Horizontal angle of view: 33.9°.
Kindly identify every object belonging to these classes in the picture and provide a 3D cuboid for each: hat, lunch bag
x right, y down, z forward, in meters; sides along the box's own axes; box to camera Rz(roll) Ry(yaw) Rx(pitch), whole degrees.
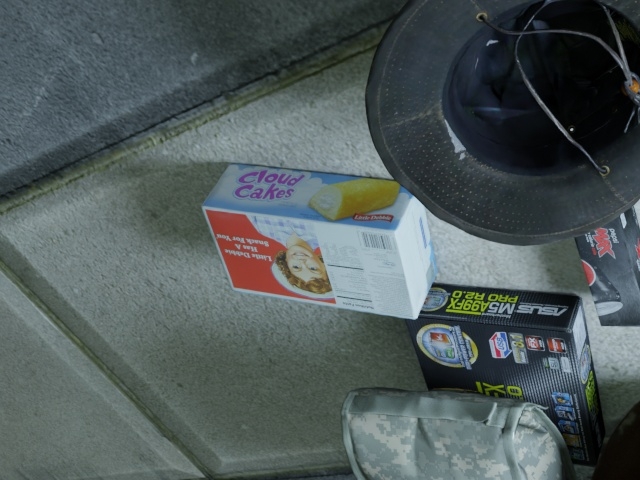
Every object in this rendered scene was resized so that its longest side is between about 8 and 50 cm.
[{"bbox_3d":[0.205,-0.162,0.978,0.331,0.134,0.331,3,128,4],"label":"hat"},{"bbox_3d":[0.180,0.280,1.335,0.235,0.169,0.287,1,137,31],"label":"lunch bag"}]

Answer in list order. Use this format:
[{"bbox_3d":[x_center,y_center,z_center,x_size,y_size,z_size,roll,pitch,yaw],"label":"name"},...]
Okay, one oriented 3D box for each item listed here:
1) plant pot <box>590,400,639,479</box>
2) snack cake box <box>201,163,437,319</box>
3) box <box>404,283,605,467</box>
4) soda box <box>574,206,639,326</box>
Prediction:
[{"bbox_3d":[0.478,0.326,1.272,0.230,0.215,0.215,27,140,-4],"label":"plant pot"},{"bbox_3d":[0.000,0.000,1.305,0.264,0.089,0.152,8,137,25],"label":"snack cake box"},{"bbox_3d":[0.244,0.176,1.364,0.216,0.060,0.270,4,134,27],"label":"box"},{"bbox_3d":[0.324,0.019,1.157,0.060,0.053,0.169,-2,130,32],"label":"soda box"}]
